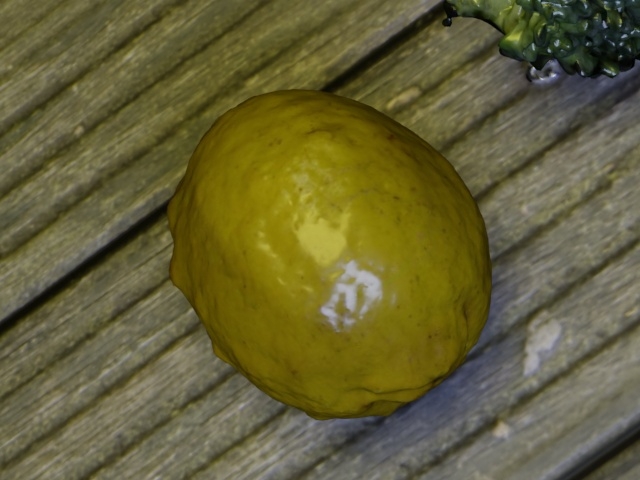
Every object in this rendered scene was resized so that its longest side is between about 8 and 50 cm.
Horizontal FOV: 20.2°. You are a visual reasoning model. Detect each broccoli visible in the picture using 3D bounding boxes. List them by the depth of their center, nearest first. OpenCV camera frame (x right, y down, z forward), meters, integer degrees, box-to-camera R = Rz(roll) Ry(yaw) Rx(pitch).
[{"bbox_3d":[0.212,-0.309,1.591,0.293,0.348,0.281,-45,48,-6],"label":"broccoli"}]

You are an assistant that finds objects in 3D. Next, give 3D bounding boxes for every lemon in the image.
[{"bbox_3d":[0.004,0.004,1.586,0.285,0.285,0.316,-31,85,8],"label":"lemon"}]
